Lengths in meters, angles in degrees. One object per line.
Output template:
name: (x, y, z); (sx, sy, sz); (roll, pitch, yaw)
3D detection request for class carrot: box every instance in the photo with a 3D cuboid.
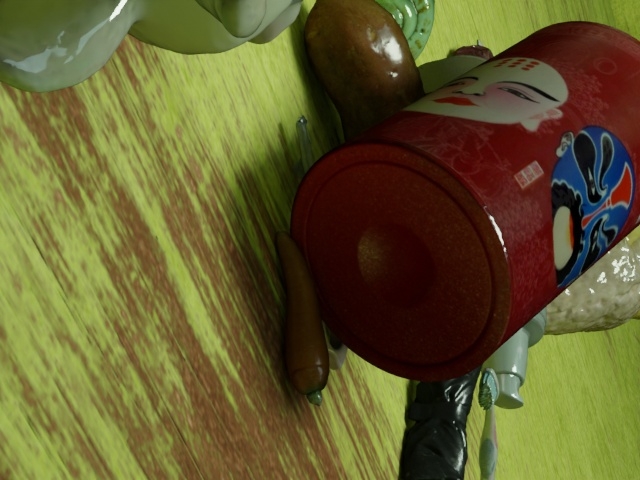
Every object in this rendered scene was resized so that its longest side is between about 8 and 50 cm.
carrot: (-0.015, 0.060, 1.133); (0.035, 0.035, 0.142); (31, 48, -66)

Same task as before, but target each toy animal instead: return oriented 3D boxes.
toy animal: (0.342, 0.012, 1.876); (0.358, 0.226, 0.188); (-66, 145, -56)
toy animal: (-0.083, -0.226, 0.837); (0.241, 0.196, 0.368); (49, 34, -45)

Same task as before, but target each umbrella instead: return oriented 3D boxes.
umbrella: (0.116, 0.195, 1.396); (0.059, 0.066, 0.236); (67, 25, -47)

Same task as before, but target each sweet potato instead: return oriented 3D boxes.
sweet potato: (0.057, -0.094, 1.318); (0.097, 0.097, 0.292); (-59, 136, -62)

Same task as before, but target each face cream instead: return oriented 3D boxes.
face cream: (0.209, 0.077, 1.662); (0.101, 0.101, 0.252); (58, 30, -49)

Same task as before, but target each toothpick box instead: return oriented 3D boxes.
toothpick box: (0.152, -0.044, 1.219); (0.333, 0.204, 0.204); (-35, 116, -47)

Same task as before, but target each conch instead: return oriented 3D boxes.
conch: (0.085, -0.233, 1.483); (0.170, 0.079, 0.106); (-50, 146, -59)

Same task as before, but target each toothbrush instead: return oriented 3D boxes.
toothbrush: (0.177, 0.239, 1.529); (0.027, 0.021, 0.269); (-51, 145, -44)

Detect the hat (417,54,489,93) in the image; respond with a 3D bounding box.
hat: (0.151, -0.098, 1.586); (0.173, 0.166, 0.144); (35, 64, -25)

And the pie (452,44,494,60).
pie: (0.211, -0.136, 1.836); (0.204, 0.054, 0.219); (-71, 146, -55)

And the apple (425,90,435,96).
apple: (0.139, -0.072, 1.474); (0.156, 0.147, 0.158); (-168, -102, -77)

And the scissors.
scissors: (0.001, 0.000, 1.219); (0.110, 0.021, 0.212); (-39, 118, -65)

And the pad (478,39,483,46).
pad: (0.248, -0.152, 2.026); (0.156, 0.004, 0.232); (38, 46, -63)
